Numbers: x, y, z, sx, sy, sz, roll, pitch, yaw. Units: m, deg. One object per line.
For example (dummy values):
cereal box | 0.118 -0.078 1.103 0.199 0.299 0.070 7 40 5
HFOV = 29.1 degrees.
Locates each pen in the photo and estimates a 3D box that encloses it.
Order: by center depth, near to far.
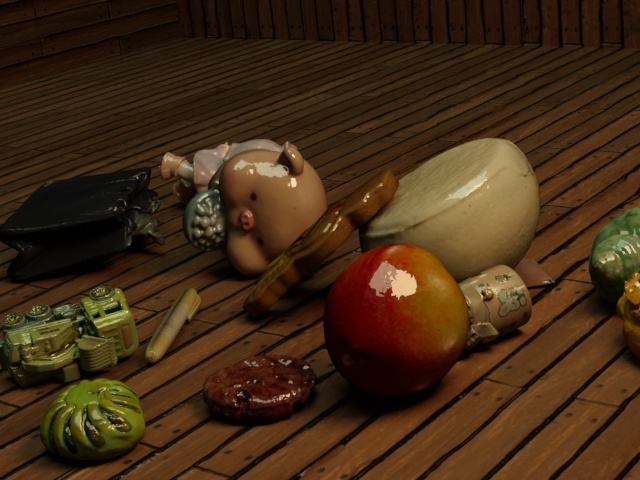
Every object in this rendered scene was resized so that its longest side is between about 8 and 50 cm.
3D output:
pen | -0.212 0.123 1.793 0.040 0.032 0.233 19 22 0

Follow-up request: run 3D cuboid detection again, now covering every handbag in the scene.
handbag | -0.406 -0.037 2.191 0.269 0.118 0.325 -11 19 8

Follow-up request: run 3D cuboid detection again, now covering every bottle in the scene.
bottle | 0.199 0.099 1.644 0.152 0.099 0.099 -21 23 -26

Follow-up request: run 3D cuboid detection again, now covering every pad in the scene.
pad | 0.248 0.062 1.862 0.188 0.006 0.113 -10 20 -5

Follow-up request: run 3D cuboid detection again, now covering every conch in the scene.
conch | 0.460 0.031 1.705 0.188 0.122 0.176 -18 58 -6

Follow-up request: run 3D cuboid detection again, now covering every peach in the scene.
peach | 0.086 0.105 1.524 0.197 0.197 0.197 -6 19 2

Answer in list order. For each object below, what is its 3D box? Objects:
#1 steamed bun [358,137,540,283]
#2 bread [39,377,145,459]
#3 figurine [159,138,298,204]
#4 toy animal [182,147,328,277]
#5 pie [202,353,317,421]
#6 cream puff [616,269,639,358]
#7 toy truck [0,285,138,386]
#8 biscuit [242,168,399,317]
steamed bun | 0.199 -0.015 1.799 0.283 0.177 0.283 -30 15 9
bread | -0.274 0.212 1.489 0.130 0.071 0.139 -9 18 7
figurine | -0.165 -0.125 2.343 0.276 0.133 0.200 -1 23 17
toy animal | -0.091 -0.052 2.029 0.229 0.210 0.221 -7 13 17
pie | -0.075 0.186 1.555 0.153 0.038 0.153 -4 17 1
cream puff | 0.466 0.078 1.555 0.189 0.129 0.189 -4 21 1
toy truck | -0.344 0.141 1.698 0.191 0.085 0.116 -17 31 -19
biscuit | -0.002 -0.003 1.813 0.295 0.044 0.186 -42 10 19
